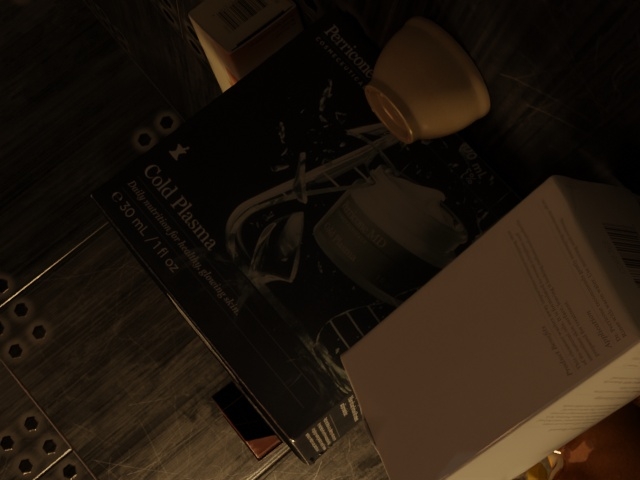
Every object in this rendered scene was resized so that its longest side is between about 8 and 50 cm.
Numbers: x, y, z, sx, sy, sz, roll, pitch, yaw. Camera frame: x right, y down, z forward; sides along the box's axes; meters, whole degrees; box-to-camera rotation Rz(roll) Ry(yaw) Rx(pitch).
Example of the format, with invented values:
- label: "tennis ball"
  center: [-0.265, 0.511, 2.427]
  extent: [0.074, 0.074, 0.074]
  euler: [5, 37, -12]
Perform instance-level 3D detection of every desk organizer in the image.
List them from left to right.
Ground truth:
- label: "desk organizer"
  center: [-0.114, 0.273, 1.616]
  extent: [0.130, 0.047, 0.050]
  euler: [40, 163, 50]

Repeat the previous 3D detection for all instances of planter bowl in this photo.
- label: "planter bowl"
  center: [0.128, -0.195, 1.388]
  extent: [0.162, 0.109, 0.162]
  euler: [48, 170, 11]

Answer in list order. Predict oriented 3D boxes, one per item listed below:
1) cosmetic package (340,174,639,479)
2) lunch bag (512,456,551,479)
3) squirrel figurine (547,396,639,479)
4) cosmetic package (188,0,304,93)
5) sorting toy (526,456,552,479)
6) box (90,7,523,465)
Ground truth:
- label: "cosmetic package"
  center: [0.218, 0.128, 1.215]
  extent: [0.156, 0.385, 0.217]
  euler: [7, -128, -41]
- label: "lunch bag"
  center: [0.334, 0.371, 1.834]
  extent: [0.305, 0.212, 0.256]
  euler: [32, -150, -19]
- label: "squirrel figurine"
  center: [0.380, 0.187, 1.345]
  extent: [0.397, 0.281, 0.370]
  euler: [-26, 76, 44]
- label: "cosmetic package"
  center: [-0.105, -0.320, 1.888]
  extent: [0.129, 0.153, 0.296]
  euler: [47, 172, 26]
- label: "sorting toy"
  center: [0.301, 0.240, 1.577]
  extent: [0.041, 0.229, 0.307]
  euler: [-7, 94, 37]
- label: "box"
  center: [0.000, 0.000, 1.629]
  extent: [0.480, 0.472, 0.297]
  euler: [48, 170, 16]
